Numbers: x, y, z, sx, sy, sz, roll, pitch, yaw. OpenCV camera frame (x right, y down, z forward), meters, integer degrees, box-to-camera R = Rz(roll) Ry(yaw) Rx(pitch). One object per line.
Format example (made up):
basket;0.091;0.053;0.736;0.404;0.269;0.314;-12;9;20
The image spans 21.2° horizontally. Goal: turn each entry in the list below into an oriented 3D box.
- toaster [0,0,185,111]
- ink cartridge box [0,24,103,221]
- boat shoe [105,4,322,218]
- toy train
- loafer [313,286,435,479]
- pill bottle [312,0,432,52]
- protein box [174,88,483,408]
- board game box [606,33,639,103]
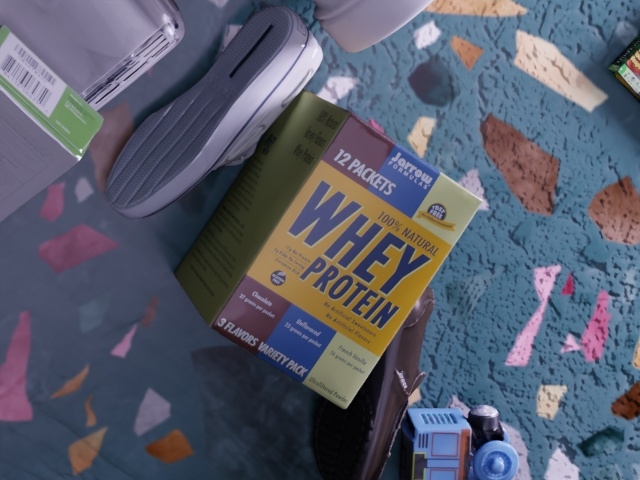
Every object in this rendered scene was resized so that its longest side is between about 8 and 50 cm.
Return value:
toaster;-0.212;-0.184;1.383;0.227;0.129;0.146;-40;110;-1
ink cartridge box;-0.281;-0.065;1.336;0.209;0.062;0.109;-33;112;32
boat shoe;-0.081;-0.095;1.452;0.226;0.083;0.076;-44;139;5
toy train;0.123;0.239;1.567;0.105;0.080;0.184;1;103;-3
loafer;0.059;0.132;1.527;0.078;0.080;0.220;3;110;-38
pill bottle;-0.034;-0.318;1.363;0.188;0.188;0.334;-43;106;-2
protein box;0.000;0.000;1.426;0.136;0.200;0.201;33;92;-17
board game box;0.398;-0.116;1.581;0.260;0.030;0.136;44;87;-16
